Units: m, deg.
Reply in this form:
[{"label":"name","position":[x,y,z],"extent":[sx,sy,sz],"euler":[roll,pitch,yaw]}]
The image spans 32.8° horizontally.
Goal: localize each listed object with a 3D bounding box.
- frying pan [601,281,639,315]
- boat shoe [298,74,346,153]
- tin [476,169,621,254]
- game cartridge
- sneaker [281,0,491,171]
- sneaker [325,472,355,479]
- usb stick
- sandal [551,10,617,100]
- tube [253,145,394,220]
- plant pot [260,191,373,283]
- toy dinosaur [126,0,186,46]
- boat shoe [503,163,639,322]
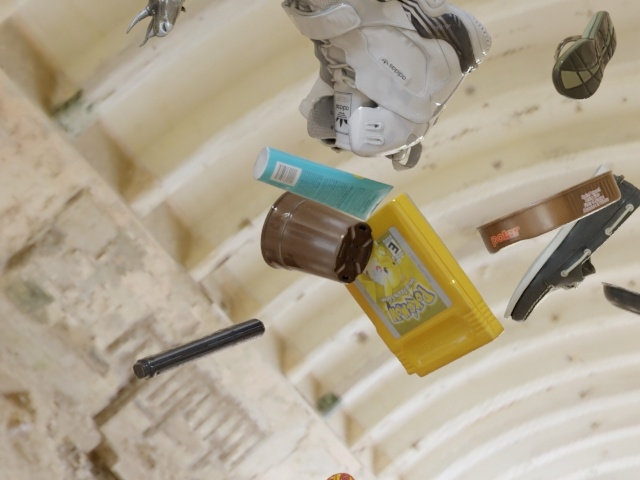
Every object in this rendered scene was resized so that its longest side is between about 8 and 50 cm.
[{"label":"frying pan","position":[0.647,0.132,2.086],"extent":[0.197,0.053,0.326],"euler":[20,0,30]},{"label":"boat shoe","position":[0.034,-0.161,1.486],"extent":[0.096,0.088,0.267],"euler":[49,5,11]},{"label":"tin","position":[0.237,-0.029,1.122],"extent":[0.106,0.190,0.040],"euler":[-20,-90,44]},{"label":"game cartridge","position":[0.172,0.099,2.114],"extent":[0.323,0.053,0.285],"euler":[55,-37,4]},{"label":"sneaker","position":[0.026,-0.221,1.252],"extent":[0.366,0.210,0.137],"euler":[23,3,-35]},{"label":"sneaker","position":[0.012,0.403,1.486],"extent":[0.064,0.175,0.067],"euler":[8,-29,15]},{"label":"usb stick","position":[-0.234,0.213,2.144],"extent":[0.077,0.278,0.045],"euler":[-14,-86,57]},{"label":"sandal","position":[0.536,-0.378,2.251],"extent":[0.086,0.303,0.120],"euler":[0,-59,33]},{"label":"tube","position":[0.002,-0.085,1.631],"extent":[0.207,0.080,0.052],"euler":[18,46,-23]},{"label":"plant pot","position":[0.000,0.000,2.080],"extent":[0.165,0.167,0.167],"euler":[20,-22,33]},{"label":"toy dinosaur","position":[-0.181,-0.421,1.687],"extent":[0.121,0.160,0.313],"euler":[67,29,-22]},{"label":"boat shoe","position":[0.398,0.026,1.725],"extent":[0.091,0.302,0.114],"euler":[34,30,8]}]
